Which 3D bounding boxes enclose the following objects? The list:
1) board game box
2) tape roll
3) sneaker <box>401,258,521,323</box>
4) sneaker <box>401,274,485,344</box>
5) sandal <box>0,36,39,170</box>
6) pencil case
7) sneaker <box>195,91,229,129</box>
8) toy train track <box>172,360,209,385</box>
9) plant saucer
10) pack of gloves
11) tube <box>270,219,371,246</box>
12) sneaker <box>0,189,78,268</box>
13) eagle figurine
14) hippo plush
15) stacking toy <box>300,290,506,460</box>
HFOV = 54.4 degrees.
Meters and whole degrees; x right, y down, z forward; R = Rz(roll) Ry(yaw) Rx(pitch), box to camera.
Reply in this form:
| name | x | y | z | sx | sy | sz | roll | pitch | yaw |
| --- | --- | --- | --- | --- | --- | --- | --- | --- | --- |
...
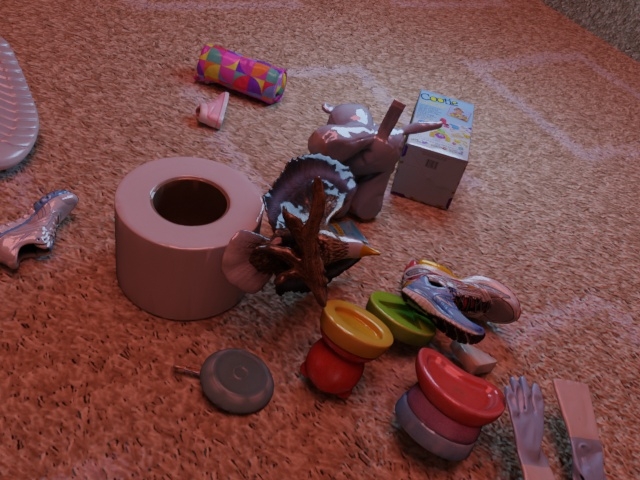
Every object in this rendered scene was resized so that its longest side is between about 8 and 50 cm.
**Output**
| name | x | y | z | sx | sy | sz | roll | pitch | yaw |
| --- | --- | --- | --- | --- | --- | --- | --- | --- | --- |
| board game box | 0.271 | -0.223 | 1.491 | 0.144 | 0.142 | 0.275 | 18 | 41 | 4 |
| tape roll | -0.229 | -0.007 | 1.078 | 0.246 | 0.169 | 0.246 | 9 | 41 | -8 |
| sneaker | 0.255 | 0.111 | 1.152 | 0.225 | 0.088 | 0.093 | 15 | 30 | 14 |
| sneaker | 0.218 | 0.112 | 1.068 | 0.162 | 0.063 | 0.073 | 37 | 72 | 28 |
| sandal | -0.693 | -0.284 | 1.309 | 0.169 | 0.102 | 0.416 | 6 | 49 | -34 |
| pencil case | -0.206 | -0.431 | 1.623 | 0.236 | 0.104 | 0.104 | 18 | 41 | 7 |
| sneaker | -0.264 | -0.326 | 1.517 | 0.070 | 0.051 | 0.134 | 14 | 45 | -9 |
| toy train track | -0.188 | 0.206 | 0.966 | 0.083 | 0.014 | 0.048 | 18 | 34 | -6 |
| plant saucer | -0.125 | 0.210 | 0.963 | 0.119 | 0.021 | 0.119 | 17 | 37 | -13 |
| pack of gloves | 0.354 | 0.324 | 0.945 | 0.195 | 0.046 | 0.232 | 15 | 55 | -28 |
| tube | 0.000 | 0.000 | 1.238 | 0.207 | 0.052 | 0.080 | -9 | 55 | -34 |
| sneaker | -0.490 | -0.014 | 1.096 | 0.082 | 0.071 | 0.191 | 32 | 52 | 10 |
| eagle figurine | -0.010 | -0.002 | 1.030 | 0.225 | 0.226 | 0.298 | 38 | 13 | -9 |
| hippo plush | 0.049 | -0.215 | 1.334 | 0.234 | 0.294 | 0.237 | 17 | 27 | -32 |
| stacking toy | 0.138 | 0.218 | 1.023 | 0.308 | 0.130 | 0.279 | 33 | 18 | 16 |
